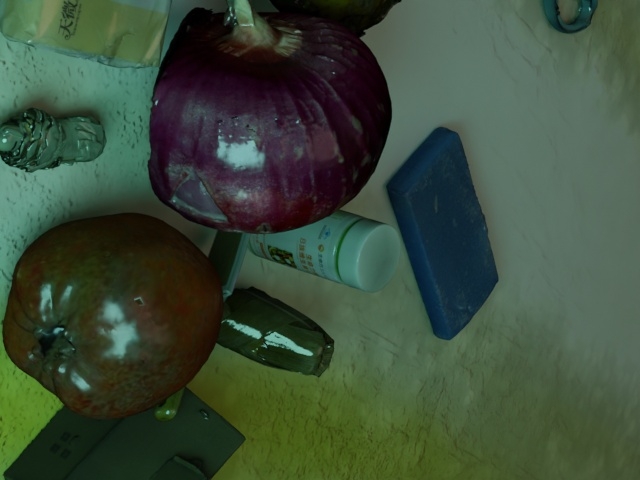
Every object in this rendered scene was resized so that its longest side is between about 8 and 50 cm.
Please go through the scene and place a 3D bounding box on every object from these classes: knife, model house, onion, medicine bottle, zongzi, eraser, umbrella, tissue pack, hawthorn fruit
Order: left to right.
[{"bbox_3d":[-0.272,-0.100,1.319,0.067,0.062,0.143,-50,157,22],"label":"umbrella"},{"bbox_3d":[-0.217,-0.287,1.289,0.186,0.090,0.222,5,99,-51],"label":"tissue pack"},{"bbox_3d":[-0.198,0.064,1.374,0.262,0.210,0.210,-35,131,-62],"label":"hawthorn fruit"},{"bbox_3d":[-0.174,0.288,1.438,0.211,0.243,0.204,-47,135,-30],"label":"model house"},{"bbox_3d":[-0.118,0.059,1.498,0.027,0.061,0.343,44,43,-30],"label":"knife"},{"bbox_3d":[-0.083,0.104,1.553,0.176,0.160,0.078,15,96,-54],"label":"zongzi"},{"bbox_3d":[-0.045,-0.125,1.413,0.272,0.230,0.256,82,21,-70],"label":"onion"},{"bbox_3d":[0.000,0.000,1.596,0.086,0.183,0.086,-22,119,-45],"label":"medicine bottle"},{"bbox_3d":[0.185,-0.004,1.944,0.144,0.043,0.312,-48,136,-30],"label":"eraser"}]

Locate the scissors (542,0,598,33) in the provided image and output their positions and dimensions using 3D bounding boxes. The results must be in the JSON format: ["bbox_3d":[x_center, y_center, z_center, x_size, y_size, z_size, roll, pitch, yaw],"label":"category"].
[{"bbox_3d":[0.336,-0.429,1.978,0.393,0.032,0.180,12,94,-54],"label":"scissors"}]

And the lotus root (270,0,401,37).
[{"bbox_3d":[-0.016,-0.374,1.435,0.196,0.179,0.397,-59,142,-21],"label":"lotus root"}]
